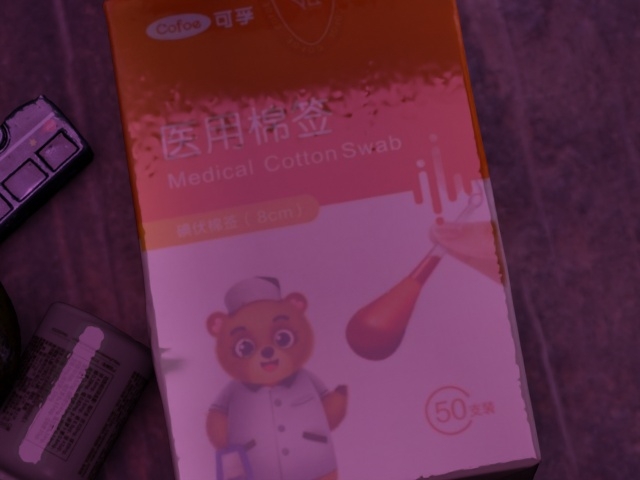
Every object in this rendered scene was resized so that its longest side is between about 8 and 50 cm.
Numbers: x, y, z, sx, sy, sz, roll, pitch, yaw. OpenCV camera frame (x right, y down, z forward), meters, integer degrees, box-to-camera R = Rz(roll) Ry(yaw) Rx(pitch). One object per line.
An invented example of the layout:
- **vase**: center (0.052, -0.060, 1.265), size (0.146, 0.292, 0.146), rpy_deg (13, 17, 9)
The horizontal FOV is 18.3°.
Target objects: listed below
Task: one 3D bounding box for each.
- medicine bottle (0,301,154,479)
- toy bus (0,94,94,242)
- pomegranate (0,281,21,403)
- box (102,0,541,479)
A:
- **medicine bottle**: center (-0.168, 0.116, 1.256), size (0.079, 0.079, 0.140), rpy_deg (26, 80, 8)
- **toy bus**: center (-0.227, -0.024, 1.307), size (0.166, 0.047, 0.065), rpy_deg (-43, 83, -7)
- **pomegranate**: center (-0.251, 0.071, 1.200), size (0.138, 0.163, 0.125), rpy_deg (18, 116, -17)
- **box**: center (0.000, 0.000, 1.243), size (0.225, 0.143, 0.341), rpy_deg (-9, 76, 0)
